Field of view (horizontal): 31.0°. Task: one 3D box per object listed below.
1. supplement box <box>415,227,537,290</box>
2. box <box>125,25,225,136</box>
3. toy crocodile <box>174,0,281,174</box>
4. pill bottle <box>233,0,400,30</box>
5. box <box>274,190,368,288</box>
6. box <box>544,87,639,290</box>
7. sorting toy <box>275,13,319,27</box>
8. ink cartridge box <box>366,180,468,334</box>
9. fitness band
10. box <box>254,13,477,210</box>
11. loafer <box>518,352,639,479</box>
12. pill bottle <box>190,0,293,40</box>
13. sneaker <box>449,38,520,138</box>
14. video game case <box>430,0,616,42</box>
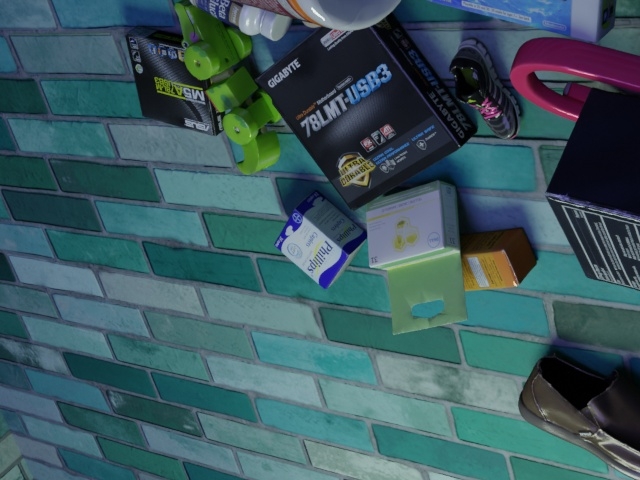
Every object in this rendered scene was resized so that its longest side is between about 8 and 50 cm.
[{"bbox_3d":[0.251,0.038,2.000,0.233,0.078,0.080,-10,115,44],"label":"supplement box"},{"bbox_3d":[-0.274,-0.303,2.195,0.191,0.045,0.184,18,130,30],"label":"box"},{"bbox_3d":[-0.165,-0.278,2.067,0.105,0.115,0.340,-10,115,45],"label":"toy crocodile"},{"bbox_3d":[-0.061,-0.446,1.677,0.392,0.224,0.224,27,139,47],"label":"pill bottle"},{"bbox_3d":[0.000,0.000,2.186,0.137,0.072,0.126,40,140,7],"label":"box"},{"bbox_3d":[0.496,-0.040,1.560,0.294,0.182,0.296,16,164,29],"label":"box"},{"bbox_3d":[0.040,-0.440,1.784,0.348,0.047,0.196,-4,93,44],"label":"sorting toy"},{"bbox_3d":[0.163,0.032,1.982,0.171,0.056,0.235,-16,70,42],"label":"ink cartridge box"},{"bbox_3d":[0.406,-0.207,1.592,0.291,0.054,0.209,17,171,17],"label":"fitness band"},{"bbox_3d":[0.070,-0.229,1.945,0.293,0.073,0.295,52,138,-8],"label":"box"},{"bbox_3d":[0.500,0.298,1.954,0.366,0.134,0.130,17,132,30],"label":"loafer"},{"bbox_3d":[-0.131,-0.405,1.950,0.169,0.094,0.094,31,137,17],"label":"pill bottle"},{"bbox_3d":[0.249,-0.223,1.790,0.063,0.075,0.170,-13,113,45],"label":"sneaker"},{"bbox_3d":[0.259,-0.407,1.512,0.269,0.061,0.244,21,135,30],"label":"video game case"}]
